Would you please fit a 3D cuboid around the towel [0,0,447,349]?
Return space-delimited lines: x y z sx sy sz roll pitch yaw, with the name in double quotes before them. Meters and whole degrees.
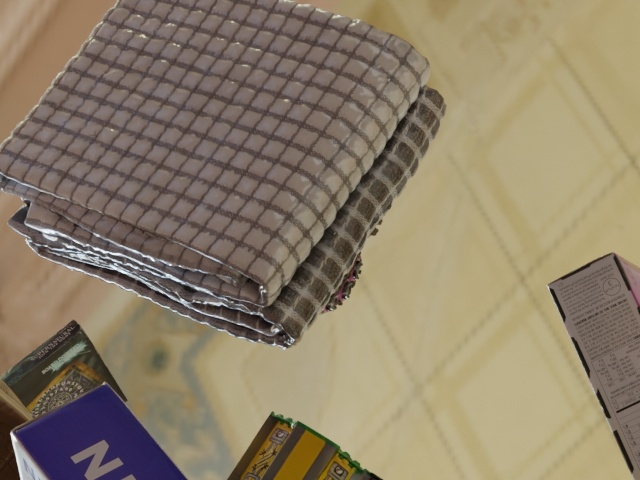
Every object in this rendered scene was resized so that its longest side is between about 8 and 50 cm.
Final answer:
"towel" -0.078 -0.062 1.341 0.283 0.121 0.235 18 -117 33

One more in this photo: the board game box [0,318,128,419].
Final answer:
"board game box" -0.309 0.186 1.949 0.186 0.126 0.026 -38 -138 -16

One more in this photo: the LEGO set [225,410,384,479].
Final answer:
"LEGO set" 0.041 0.260 0.959 0.192 0.331 0.255 -56 177 -15

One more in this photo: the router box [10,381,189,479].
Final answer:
"router box" -0.088 0.314 1.290 0.335 0.082 0.301 44 -30 38

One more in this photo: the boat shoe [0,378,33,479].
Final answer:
"boat shoe" -0.318 0.185 1.684 0.121 0.110 0.341 -34 -95 0

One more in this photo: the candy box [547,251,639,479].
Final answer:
"candy box" 0.293 0.136 1.564 0.071 0.159 0.233 -28 -109 18

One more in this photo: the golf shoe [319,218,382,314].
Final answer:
"golf shoe" 0.000 0.000 1.666 0.086 0.067 0.186 7 -139 17
